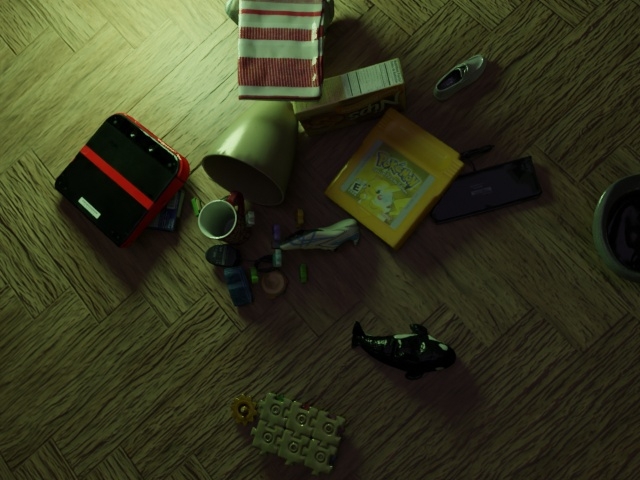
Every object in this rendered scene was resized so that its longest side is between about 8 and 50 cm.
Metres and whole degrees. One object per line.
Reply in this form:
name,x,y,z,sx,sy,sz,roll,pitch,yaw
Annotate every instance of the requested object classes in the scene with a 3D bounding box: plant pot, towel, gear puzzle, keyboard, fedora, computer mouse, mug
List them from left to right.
mug,-0.258,-0.055,1.535,0.150,0.169,0.113,-39,75,2
towel,-0.244,0.136,1.550,0.067,0.029,0.119,-14,98,15
computer mouse,-0.232,0.056,1.577,0.242,0.041,0.071,9,83,11
plant pot,-0.175,-0.285,1.542,0.257,0.256,0.273,17,69,13
towel,-0.108,-0.547,1.425,0.237,0.037,0.328,1,91,1
gear puzzle,-0.103,0.528,1.470,0.339,0.044,0.175,14,85,16
keyboard,0.447,-0.177,1.492,0.318,0.033,0.201,-15,83,7
fedora,0.820,-0.029,1.342,0.244,0.124,0.275,-8,87,12

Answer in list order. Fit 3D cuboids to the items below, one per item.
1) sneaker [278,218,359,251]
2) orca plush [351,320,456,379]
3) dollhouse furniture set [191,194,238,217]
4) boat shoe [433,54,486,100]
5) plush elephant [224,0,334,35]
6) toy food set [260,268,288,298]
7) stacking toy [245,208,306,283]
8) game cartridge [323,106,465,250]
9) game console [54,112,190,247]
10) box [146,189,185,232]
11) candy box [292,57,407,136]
sneaker,0.000,0.000,1.494,0.238,0.085,0.086,-12,100,-11
orca plush,0.221,0.287,1.414,0.288,0.102,0.151,25,85,14
dollhouse furniture set,-0.316,-0.122,1.603,0.152,0.076,0.058,-22,73,15
boat shoe,0.411,-0.489,1.536,0.184,0.063,0.066,-32,76,4
plush elephant,-0.089,-0.675,1.573,0.255,0.271,0.330,-39,104,16
toy food set,-0.138,0.127,1.555,0.083,0.020,0.083,-30,75,4
stacking toy,-0.126,0.016,1.519,0.167,0.052,0.220,-1,78,-19
game cartridge,0.211,-0.180,1.504,0.285,0.053,0.323,39,96,18
game console,-0.635,-0.205,1.670,0.387,0.060,0.342,37,88,22
box,-0.553,-0.105,1.669,0.226,0.036,0.136,7,81,12
candy box,0.088,-0.410,1.524,0.317,0.183,0.087,-14,79,8
